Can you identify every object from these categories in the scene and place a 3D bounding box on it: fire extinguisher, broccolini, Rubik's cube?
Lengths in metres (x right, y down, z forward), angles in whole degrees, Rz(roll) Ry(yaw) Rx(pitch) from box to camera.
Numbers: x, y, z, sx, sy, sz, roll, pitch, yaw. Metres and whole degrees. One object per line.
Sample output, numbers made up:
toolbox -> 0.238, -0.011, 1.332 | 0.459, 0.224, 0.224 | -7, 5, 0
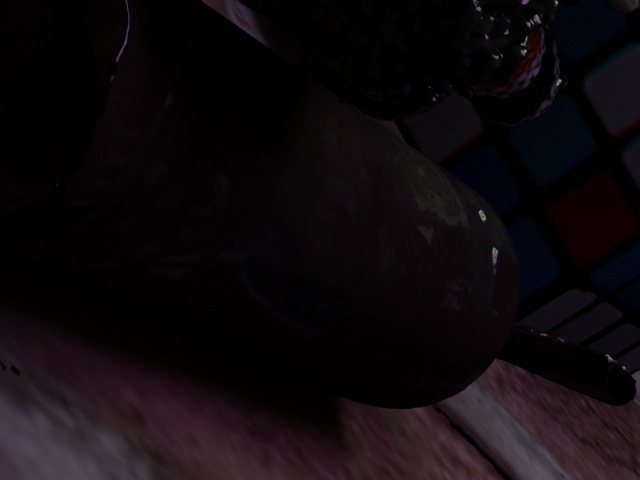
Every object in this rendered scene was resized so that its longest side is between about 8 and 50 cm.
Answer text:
fire extinguisher -> 0.000, 0.000, 0.494 | 0.089, 0.072, 0.267 | 18, -6, 32
broccolini -> -0.012, -0.113, 0.549 | 0.079, 0.074, 0.392 | 45, 6, -21
Rubik's cube -> 0.138, -0.049, 0.868 | 0.154, 0.151, 0.155 | 29, 31, -60

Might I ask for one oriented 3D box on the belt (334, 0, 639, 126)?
belt -> 0.063, -0.209, 0.819 | 0.094, 0.126, 0.360 | 58, 30, -50
